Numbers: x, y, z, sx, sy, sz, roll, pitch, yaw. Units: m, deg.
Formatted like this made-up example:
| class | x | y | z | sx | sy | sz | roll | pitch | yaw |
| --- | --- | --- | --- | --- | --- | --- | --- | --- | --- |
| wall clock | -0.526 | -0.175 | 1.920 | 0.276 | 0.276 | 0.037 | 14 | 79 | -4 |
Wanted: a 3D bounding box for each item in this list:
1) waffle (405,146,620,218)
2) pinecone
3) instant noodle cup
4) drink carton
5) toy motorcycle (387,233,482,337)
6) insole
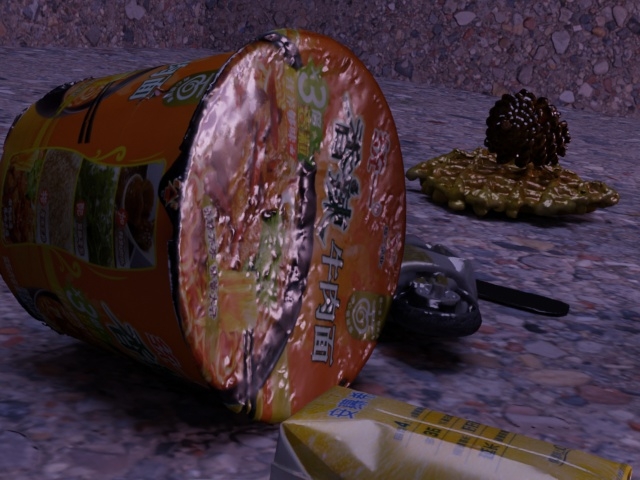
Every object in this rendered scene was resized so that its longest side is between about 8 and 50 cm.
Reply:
| class | x | y | z | sx | sy | sz | roll | pitch | yaw |
| --- | --- | --- | --- | --- | --- | --- | --- | --- | --- |
| waffle | 0.240 | -0.073 | 1.367 | 0.237 | 0.059 | 0.243 | -1 | 17 | -28 |
| pinecone | 0.267 | -0.134 | 1.357 | 0.109 | 0.102 | 0.102 | 29 | 7 | -19 |
| instant noodle cup | -0.079 | -0.015 | 0.664 | 0.182 | 0.230 | 0.230 | 6 | 11 | 35 |
| drink carton | 0.031 | 0.111 | 0.476 | 0.200 | 0.074 | 0.084 | 13 | 15 | 19 |
| toy motorcycle | 0.041 | 0.026 | 0.831 | 0.225 | 0.073 | 0.152 | 17 | 15 | 32 |
| insole | 0.130 | 0.041 | 0.953 | 0.188 | 0.004 | 0.064 | 14 | 16 | 25 |
